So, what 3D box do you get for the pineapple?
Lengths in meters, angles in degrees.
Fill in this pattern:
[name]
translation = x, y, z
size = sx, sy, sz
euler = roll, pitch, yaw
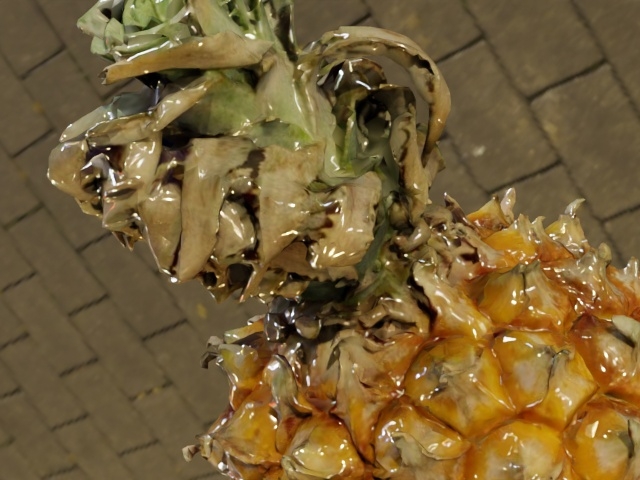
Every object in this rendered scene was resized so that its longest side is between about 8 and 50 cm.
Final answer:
[pineapple]
translation = 0.000, 0.000, 0.544
size = 0.263, 0.262, 0.271
euler = -9, 127, 37
